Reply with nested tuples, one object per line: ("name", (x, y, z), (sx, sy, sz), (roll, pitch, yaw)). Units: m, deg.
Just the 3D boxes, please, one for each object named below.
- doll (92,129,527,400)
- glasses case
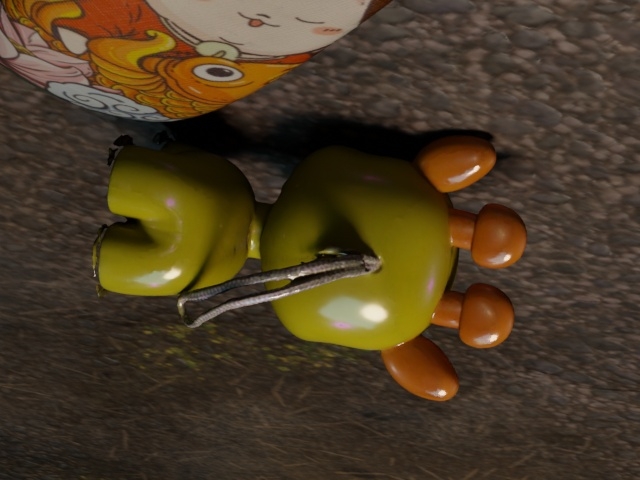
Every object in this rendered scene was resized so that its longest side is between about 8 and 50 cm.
("doll", (0.000, 0.000, 1.029), (0.221, 0.142, 0.135), (12, -173, 12))
("glasses case", (-0.044, -0.125, 0.794), (0.122, 0.082, 0.321), (24, 154, -23))
